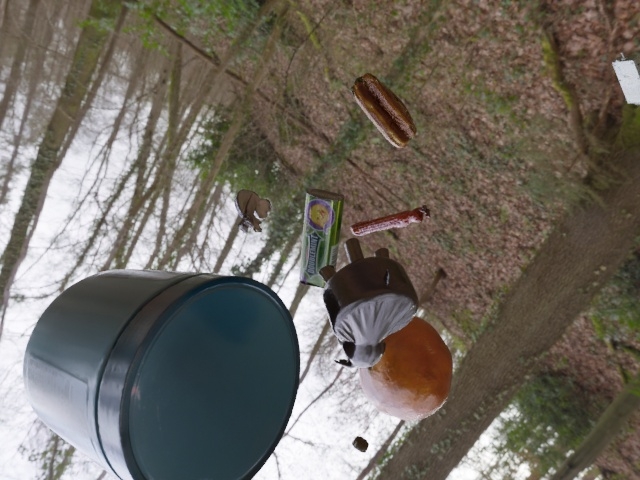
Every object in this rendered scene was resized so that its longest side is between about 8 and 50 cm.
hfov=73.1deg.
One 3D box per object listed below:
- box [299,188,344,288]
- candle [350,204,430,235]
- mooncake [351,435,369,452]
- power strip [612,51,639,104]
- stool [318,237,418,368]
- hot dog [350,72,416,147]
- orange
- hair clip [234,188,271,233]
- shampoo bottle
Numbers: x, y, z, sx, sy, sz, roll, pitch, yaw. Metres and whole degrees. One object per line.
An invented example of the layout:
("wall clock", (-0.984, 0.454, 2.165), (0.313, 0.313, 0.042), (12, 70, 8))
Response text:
("box", (0.000, 0.000, 1.531), (0.134, 0.346, 0.097), (15, -154, 17))
("candle", (0.222, -0.059, 1.441), (0.048, 0.051, 0.329), (4, 168, -41))
("mooncake", (0.021, 0.596, 1.470), (0.347, 0.057, 0.150), (41, 179, -17))
("power strip", (0.673, -0.352, 0.933), (0.136, 0.019, 0.051), (46, 175, -26))
("stool", (0.062, 0.095, 0.627), (0.125, 0.217, 0.121), (-8, -137, -16))
("hot dog", (0.209, -0.423, 1.397), (0.269, 0.115, 0.072), (51, -163, -8))
("orange", (0.228, 0.349, 1.196), (0.226, 0.284, 0.284), (6, -156, -26))
("hair clip", (-0.192, -0.088, 1.211), (0.116, 0.049, 0.172), (51, -154, -30))
("shampoo bottle", (-0.267, 0.216, 0.736), (0.342, 0.331, 0.331), (-1, 178, 38))
